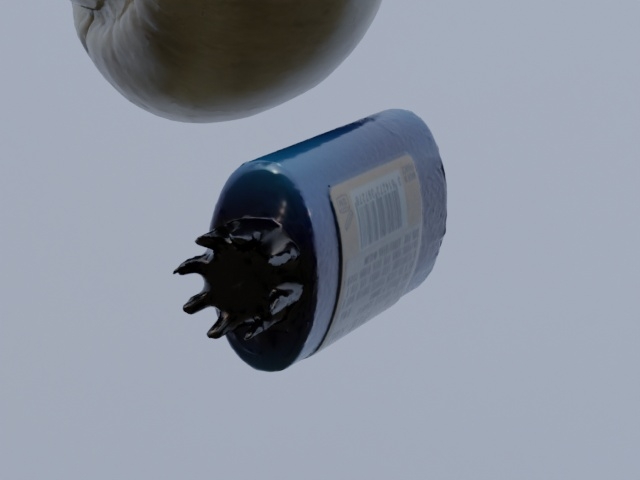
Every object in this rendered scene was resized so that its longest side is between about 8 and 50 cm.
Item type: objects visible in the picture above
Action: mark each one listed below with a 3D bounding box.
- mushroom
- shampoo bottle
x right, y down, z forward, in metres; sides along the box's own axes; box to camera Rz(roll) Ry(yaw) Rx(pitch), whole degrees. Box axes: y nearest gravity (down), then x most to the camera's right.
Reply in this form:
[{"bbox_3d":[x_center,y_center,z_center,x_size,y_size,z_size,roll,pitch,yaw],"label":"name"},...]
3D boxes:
[{"bbox_3d":[-0.080,-0.197,1.026,0.234,0.260,0.254,4,-46,-23],"label":"mushroom"},{"bbox_3d":[0.000,0.000,0.826,0.050,0.183,0.087,6,-76,23],"label":"shampoo bottle"}]
